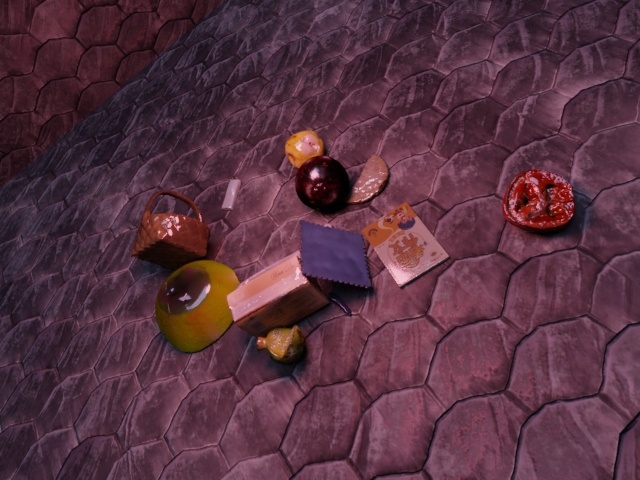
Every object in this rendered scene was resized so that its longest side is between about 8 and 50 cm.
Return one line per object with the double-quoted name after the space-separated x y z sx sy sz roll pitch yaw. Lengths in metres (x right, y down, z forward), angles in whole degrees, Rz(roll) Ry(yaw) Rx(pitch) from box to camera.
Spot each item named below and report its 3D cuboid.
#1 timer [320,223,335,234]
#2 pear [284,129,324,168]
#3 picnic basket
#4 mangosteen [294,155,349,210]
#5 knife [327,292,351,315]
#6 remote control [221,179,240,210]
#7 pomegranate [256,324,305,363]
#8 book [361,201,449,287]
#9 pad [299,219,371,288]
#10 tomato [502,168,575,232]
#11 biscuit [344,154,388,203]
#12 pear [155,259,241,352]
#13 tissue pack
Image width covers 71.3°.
0.000 0.000 1.748 0.136 0.099 0.136 -12 46 12 "timer"
-0.065 -0.403 1.974 0.178 0.178 0.178 -11 58 18 "pear"
-0.632 -0.065 1.937 0.337 0.293 0.337 -24 54 38 "picnic basket"
0.008 -0.245 1.829 0.228 0.228 0.265 -17 27 14 "mangosteen"
0.071 0.231 1.627 0.031 0.018 0.121 -23 48 -32 "knife"
-0.424 -0.217 2.107 0.061 0.029 0.162 -2 62 25 "remote control"
-0.134 0.374 1.573 0.169 0.122 0.143 -20 36 6 "pomegranate"
0.307 0.010 1.656 0.208 0.020 0.295 -33 54 3 "book"
0.050 0.046 1.622 0.269 0.012 0.269 14 45 -16 "pad"
0.725 -0.117 1.497 0.228 0.101 0.228 -6 67 15 "tomato"
0.208 -0.242 1.838 0.133 0.032 0.250 21 72 32 "biscuit"
-0.525 0.237 1.803 0.398 0.165 0.399 -11 58 18 "pear"
-0.165 0.188 1.644 0.305 0.238 0.238 -30 54 7 "tissue pack"
